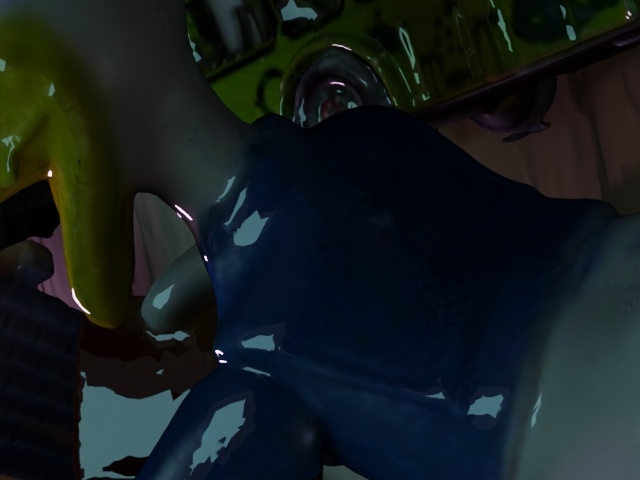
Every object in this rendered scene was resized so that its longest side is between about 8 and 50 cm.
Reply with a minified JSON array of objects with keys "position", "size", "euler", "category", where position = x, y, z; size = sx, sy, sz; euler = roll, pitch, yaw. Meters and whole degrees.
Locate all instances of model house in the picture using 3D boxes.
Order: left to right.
[{"position":[-0.177,0.029,0.735],"size":[0.172,0.166,0.183],"euler":[-28,62,21],"category":"model house"}]

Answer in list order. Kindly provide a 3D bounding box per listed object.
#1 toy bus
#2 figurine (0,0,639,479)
[{"position":[0.074,-0.111,0.470],"size":[0.301,0.113,0.139],"euler":[-19,89,44],"category":"toy bus"},{"position":[0.000,0.000,0.409],"size":[0.283,0.204,0.338],"euler":[-17,120,47],"category":"figurine"}]
